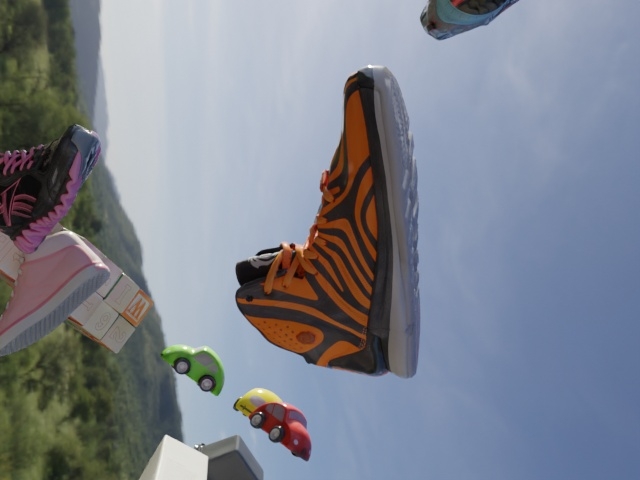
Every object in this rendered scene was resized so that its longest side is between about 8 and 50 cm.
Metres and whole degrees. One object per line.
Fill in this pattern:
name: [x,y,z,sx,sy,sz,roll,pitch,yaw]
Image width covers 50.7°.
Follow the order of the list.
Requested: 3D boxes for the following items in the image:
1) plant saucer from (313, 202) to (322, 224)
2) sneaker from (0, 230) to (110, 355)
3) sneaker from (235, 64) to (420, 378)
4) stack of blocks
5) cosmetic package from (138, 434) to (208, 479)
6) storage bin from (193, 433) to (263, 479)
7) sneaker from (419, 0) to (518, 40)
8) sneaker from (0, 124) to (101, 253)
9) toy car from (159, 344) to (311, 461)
plant saucer: [0.043,0.014,0.938,0.038,0.195,0.194,7,-71,26]
sneaker: [-0.265,0.045,0.628,0.070,0.134,0.051,51,4,10]
sneaker: [0.000,0.000,0.638,0.124,0.180,0.321,-66,154,-61]
stack of blocks: [-0.362,0.016,0.851,0.171,0.087,0.297,21,-24,30]
cosmetic package: [-0.221,0.381,0.953,0.117,0.086,0.231,-59,-172,2]
storage bin: [-0.171,0.437,1.296,0.135,0.091,0.098,63,7,-21]
sneaker: [0.223,-0.345,0.874,0.104,0.262,0.125,56,-25,-1]
sneaker: [-0.170,-0.035,0.390,0.119,0.057,0.047,-34,-151,42]
toy car: [-0.118,0.206,0.936,0.053,0.225,0.239,-55,-171,-14]
